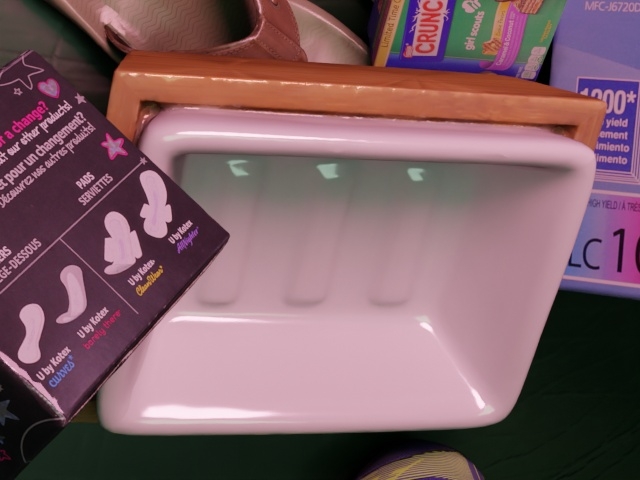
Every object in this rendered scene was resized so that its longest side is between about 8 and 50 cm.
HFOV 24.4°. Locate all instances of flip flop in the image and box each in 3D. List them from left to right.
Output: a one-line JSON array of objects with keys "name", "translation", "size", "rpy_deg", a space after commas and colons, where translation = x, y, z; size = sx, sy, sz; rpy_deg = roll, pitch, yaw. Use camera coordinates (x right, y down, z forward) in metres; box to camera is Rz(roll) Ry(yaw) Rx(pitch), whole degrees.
[{"name": "flip flop", "translation": [-0.073, -0.136, 0.887], "size": [0.277, 0.080, 0.112], "rpy_deg": [37, 83, -21]}]

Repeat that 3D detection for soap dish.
[{"name": "soap dish", "translation": [0.000, 0.000, 0.875], "size": [0.290, 0.118, 0.229], "rpy_deg": [2, 122, -20]}]

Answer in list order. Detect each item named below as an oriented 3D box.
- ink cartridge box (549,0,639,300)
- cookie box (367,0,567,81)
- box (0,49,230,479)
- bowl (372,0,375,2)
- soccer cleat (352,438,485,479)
[{"name": "ink cartridge box", "translation": [0.291, -0.153, 0.913], "size": [0.151, 0.270, 0.396], "rpy_deg": [-3, 98, -64]}, {"name": "cookie box", "translation": [0.090, -0.145, 0.903], "size": [0.107, 0.092, 0.040], "rpy_deg": [3, 51, -10]}, {"name": "box", "translation": [-0.190, 0.052, 0.738], "size": [0.142, 0.247, 0.163], "rpy_deg": [44, 40, -5]}, {"name": "bowl", "translation": [0.102, -0.214, 0.938], "size": [0.170, 0.080, 0.170], "rpy_deg": [-3, 98, -23]}, {"name": "soccer cleat", "translation": [0.003, 0.249, 0.936], "size": [0.093, 0.121, 0.289], "rpy_deg": [41, 82, -20]}]
